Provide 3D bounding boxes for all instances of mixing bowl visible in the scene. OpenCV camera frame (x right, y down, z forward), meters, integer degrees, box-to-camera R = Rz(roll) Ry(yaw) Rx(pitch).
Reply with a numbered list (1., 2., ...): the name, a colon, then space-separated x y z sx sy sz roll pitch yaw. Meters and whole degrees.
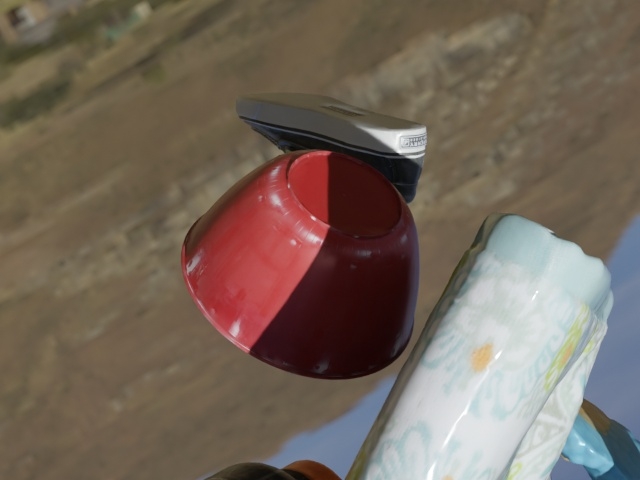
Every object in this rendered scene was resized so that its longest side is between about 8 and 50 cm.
1. mixing bowl: 0.000 0.000 1.358 0.181 0.181 0.098 -31 154 -47

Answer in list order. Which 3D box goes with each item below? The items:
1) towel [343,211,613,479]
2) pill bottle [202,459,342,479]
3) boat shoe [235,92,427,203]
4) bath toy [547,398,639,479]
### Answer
1. towel: 0.095 0.153 1.266 0.320 0.090 0.374 -64 166 -2
2. pill bottle: -0.078 0.246 1.410 0.245 0.130 0.130 -23 176 -45
3. boat shoe: 0.001 -0.079 1.594 0.077 0.070 0.219 -7 -162 -37
4. bath toy: 0.130 0.287 1.599 0.129 0.151 0.348 18 117 -50
